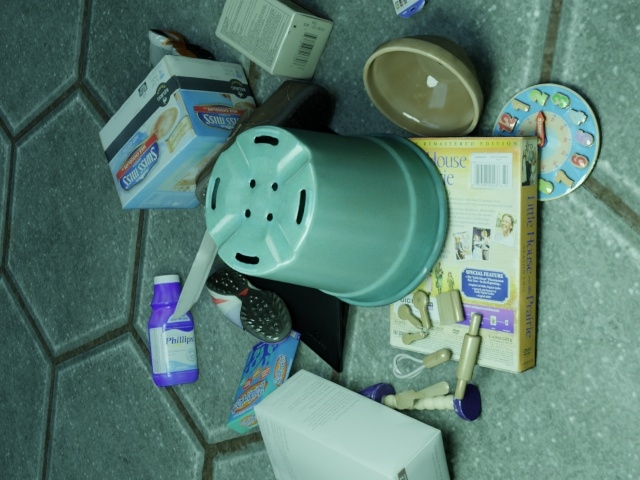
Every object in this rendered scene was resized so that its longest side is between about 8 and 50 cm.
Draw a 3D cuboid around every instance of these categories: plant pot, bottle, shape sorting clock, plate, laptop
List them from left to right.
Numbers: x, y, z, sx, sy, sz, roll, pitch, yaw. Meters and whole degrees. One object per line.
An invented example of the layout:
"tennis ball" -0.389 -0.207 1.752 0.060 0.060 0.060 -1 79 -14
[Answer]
"bottle" -0.385 0.231 2.244 0.092 0.118 0.283 -12 81 46
"plate" -0.263 0.021 2.043 0.277 0.045 0.278 120 170 -48
"plant pot" -0.002 -0.054 1.557 0.341 0.334 0.341 -5 82 38
"laptop" 0.000 0.000 1.937 0.382 0.236 0.408 37 87 37
"plant pot" 0.207 -0.306 1.633 0.237 0.237 0.110 2 52 44
"shape sorting clock" 0.393 -0.173 1.536 0.206 0.040 0.206 1 91 45

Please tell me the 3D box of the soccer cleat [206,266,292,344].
"soccer cleat" -0.154 0.170 2.013 0.318 0.108 0.116 31 149 48

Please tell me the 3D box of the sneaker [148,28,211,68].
"sneaker" -0.366 -0.454 2.247 0.262 0.099 0.121 42 126 44

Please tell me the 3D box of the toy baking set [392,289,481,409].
"toy baking set" 0.215 0.211 1.637 0.197 0.030 0.256 15 100 49

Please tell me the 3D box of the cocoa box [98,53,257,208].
"cocoa box" -0.337 -0.250 2.112 0.347 0.231 0.228 -36 67 39

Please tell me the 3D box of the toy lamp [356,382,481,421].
"toy lamp" 0.184 0.318 1.721 0.274 0.080 0.080 -11 83 41

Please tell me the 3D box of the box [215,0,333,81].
"box" -0.107 -0.477 1.959 0.232 0.127 0.148 41 117 36

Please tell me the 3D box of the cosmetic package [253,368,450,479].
"cosmetic package" 0.063 0.432 1.735 0.385 0.156 0.217 17 131 41

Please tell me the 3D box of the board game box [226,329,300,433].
"board game box" -0.128 0.313 1.952 0.160 0.047 0.210 -37 29 45

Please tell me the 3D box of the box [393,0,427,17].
"box" 0.177 -0.518 1.752 0.081 0.028 0.136 -25 75 41

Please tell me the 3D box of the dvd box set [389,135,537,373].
"dvd box set" 0.259 0.015 1.627 0.307 0.062 0.420 5 99 45

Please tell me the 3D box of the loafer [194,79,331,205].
"loafer" -0.137 -0.214 1.910 0.366 0.134 0.130 -42 47 -8
